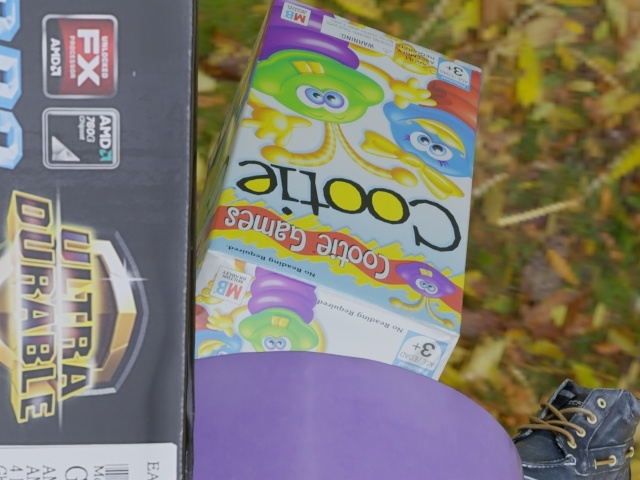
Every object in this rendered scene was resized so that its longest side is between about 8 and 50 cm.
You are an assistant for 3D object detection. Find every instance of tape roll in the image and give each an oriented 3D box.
[{"bbox_3d":[-0.015,0.127,0.720,0.189,0.189,0.080,18,45,-23],"label":"tape roll"}]

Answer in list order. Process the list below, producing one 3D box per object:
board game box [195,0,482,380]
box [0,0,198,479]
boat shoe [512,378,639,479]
[{"bbox_3d":[0.000,0.000,1.145,0.144,0.275,0.142,19,125,-6],"label":"board game box"},{"bbox_3d":[-0.073,-0.072,0.547,0.073,0.295,0.293,1,113,-8],"label":"box"},{"bbox_3d":[0.147,0.127,1.238,0.183,0.065,0.083,14,88,-58],"label":"boat shoe"}]
